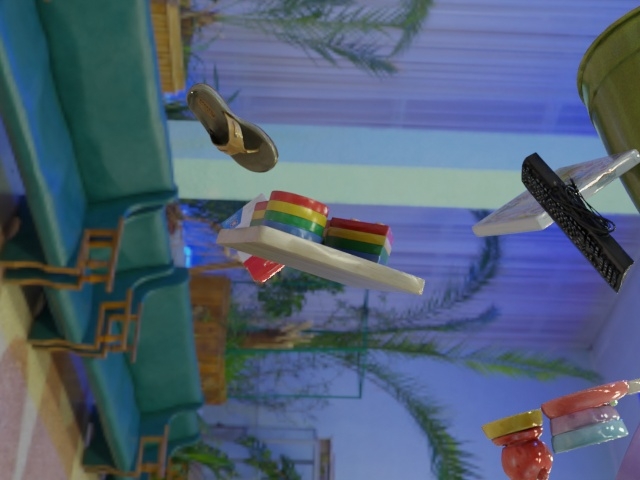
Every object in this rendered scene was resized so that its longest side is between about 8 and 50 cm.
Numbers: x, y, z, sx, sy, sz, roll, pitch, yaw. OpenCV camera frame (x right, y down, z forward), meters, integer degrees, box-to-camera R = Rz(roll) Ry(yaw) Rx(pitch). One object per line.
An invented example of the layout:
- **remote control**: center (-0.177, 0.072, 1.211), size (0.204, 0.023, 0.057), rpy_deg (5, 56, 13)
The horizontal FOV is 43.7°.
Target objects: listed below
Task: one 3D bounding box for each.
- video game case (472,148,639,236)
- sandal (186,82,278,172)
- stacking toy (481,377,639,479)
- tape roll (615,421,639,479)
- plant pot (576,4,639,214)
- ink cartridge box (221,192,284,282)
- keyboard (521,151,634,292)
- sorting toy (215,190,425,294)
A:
- **video game case**: center (0.377, -0.073, 1.304), size (0.026, 0.206, 0.227), rpy_deg (58, -13, -6)
- **sandal**: center (-0.145, -0.168, 1.237), size (0.072, 0.180, 0.049), rpy_deg (-44, -177, 33)
- **stacking toy**: center (0.491, 0.358, 1.490), size (0.309, 0.280, 0.130), rpy_deg (-47, -127, 58)
- **tape roll**: center (0.446, 0.290, 1.033), size (0.189, 0.080, 0.188), rpy_deg (-35, 136, -42)
- **plant pot**: center (0.638, -0.160, 1.314), size (0.366, 0.367, 0.352), rpy_deg (95, -5, -61)
- **ink cartridge box**: center (-0.134, 0.006, 1.954), size (0.078, 0.134, 0.231), rpy_deg (49, 5, -48)
- **keyboard**: center (0.288, -0.025, 0.940), size (0.192, 0.038, 0.100), rpy_deg (56, -12, 32)
- **sorting toy**: center (0.000, 0.000, 1.217), size (0.255, 0.257, 0.089), rpy_deg (-2, -109, 70)
